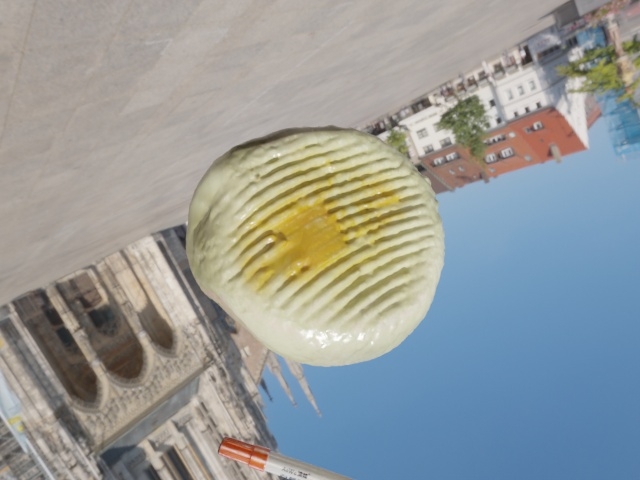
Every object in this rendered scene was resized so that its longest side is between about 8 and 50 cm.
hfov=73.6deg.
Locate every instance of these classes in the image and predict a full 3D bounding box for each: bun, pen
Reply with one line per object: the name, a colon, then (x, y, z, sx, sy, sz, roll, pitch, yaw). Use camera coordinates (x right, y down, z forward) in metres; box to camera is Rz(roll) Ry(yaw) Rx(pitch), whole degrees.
bun: (0.000, 0.000, 0.425, 0.243, 0.244, 0.153, -30, 175, -22)
pen: (-0.016, 0.300, 0.549, 0.239, 0.028, 0.028, 17, -163, 4)
